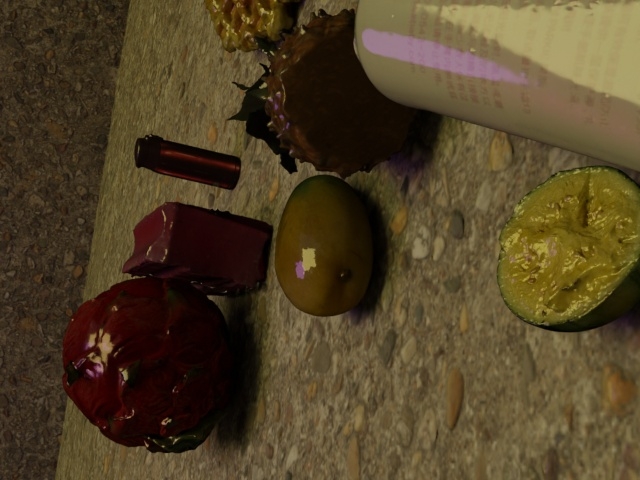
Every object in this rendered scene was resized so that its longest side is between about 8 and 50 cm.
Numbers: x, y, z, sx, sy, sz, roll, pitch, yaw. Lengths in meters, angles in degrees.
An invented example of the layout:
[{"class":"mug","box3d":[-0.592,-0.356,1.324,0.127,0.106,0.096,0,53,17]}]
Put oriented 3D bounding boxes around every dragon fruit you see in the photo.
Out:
[{"class":"dragon fruit","box3d":[-0.239,0.167,1.151,0.299,0.244,0.245,24,102,59]}]

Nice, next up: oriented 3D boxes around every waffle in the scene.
[{"class":"waffle","box3d":[-0.105,-0.441,1.280,0.325,0.068,0.302,9,99,57]}]

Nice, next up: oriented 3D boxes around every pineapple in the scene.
[{"class":"pineapple","box3d":[-0.010,-0.153,0.899,0.364,0.165,0.166,-147,70,-73]}]

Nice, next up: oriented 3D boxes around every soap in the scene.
[{"class":"soap","box3d":[-0.191,0.021,1.208,0.250,0.162,0.099,163,116,-64]}]

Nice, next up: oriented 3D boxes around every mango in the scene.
[{"class":"mango","box3d":[0.000,0.000,0.873,0.195,0.091,0.130,-114,38,-68]}]

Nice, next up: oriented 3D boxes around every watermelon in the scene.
[{"class":"watermelon","box3d":[0.160,0.011,0.505,0.105,0.062,0.106,-35,37,32]}]

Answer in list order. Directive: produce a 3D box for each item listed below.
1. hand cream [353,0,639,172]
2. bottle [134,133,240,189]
[{"class":"hand cream","box3d":[0.167,-0.123,0.494,0.358,0.118,0.186,22,97,50]},{"class":"bottle","box3d":[-0.212,-0.125,1.322,0.060,0.164,0.060,-169,90,-68]}]
